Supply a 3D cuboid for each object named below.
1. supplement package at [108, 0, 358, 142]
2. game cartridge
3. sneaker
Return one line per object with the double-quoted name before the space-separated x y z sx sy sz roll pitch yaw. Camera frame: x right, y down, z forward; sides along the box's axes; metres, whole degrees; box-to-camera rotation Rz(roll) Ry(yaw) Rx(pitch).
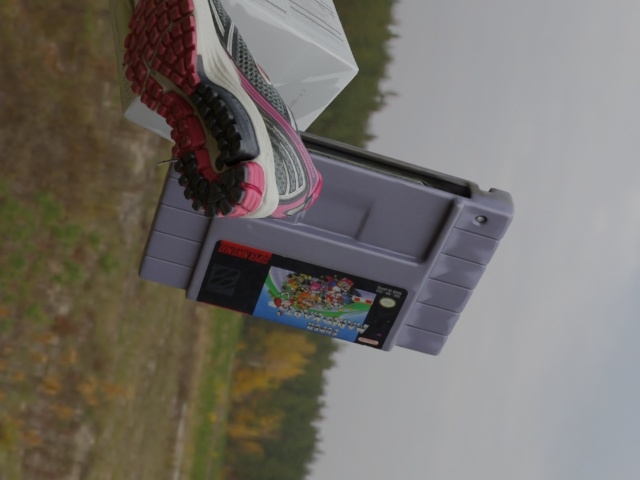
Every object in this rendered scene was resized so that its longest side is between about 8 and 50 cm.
"supplement package" -0.113 -0.251 1.457 0.199 0.198 0.262 -45 -143 26
"game cartridge" 0.000 0.000 1.303 0.068 0.355 0.230 -88 -164 -55
"sneaker" -0.099 -0.140 1.159 0.121 0.112 0.299 -43 -122 36
